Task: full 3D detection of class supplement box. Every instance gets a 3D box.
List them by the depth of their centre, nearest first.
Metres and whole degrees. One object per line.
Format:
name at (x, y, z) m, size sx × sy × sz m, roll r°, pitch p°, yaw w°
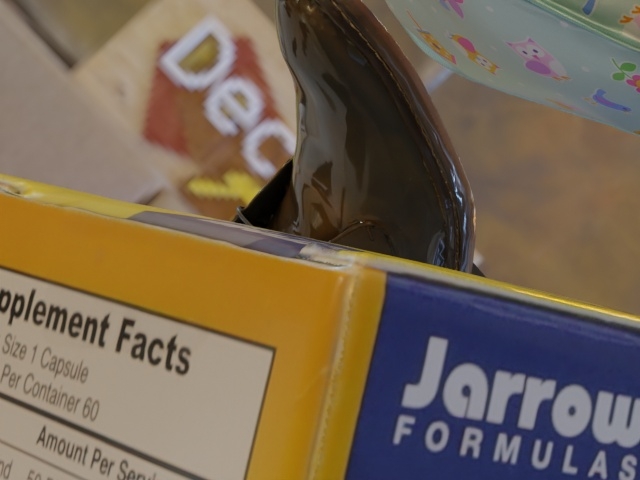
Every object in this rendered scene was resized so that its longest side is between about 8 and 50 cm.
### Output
supplement box at (-0.010, 0.180, 0.535) m, size 0.195 × 0.356 × 0.194 m, roll 13°, pitch 0°, yaw -35°

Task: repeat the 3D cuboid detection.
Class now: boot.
boot at (0.000, 0.000, 0.748) m, size 0.082 × 0.106 × 0.219 m, roll 49°, pitch -13°, yaw 49°

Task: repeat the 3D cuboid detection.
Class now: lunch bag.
lunch bag at (0.140, -0.167, 1.150) m, size 0.262 × 0.160 × 0.223 m, roll 21°, pitch -6°, yaw 9°
